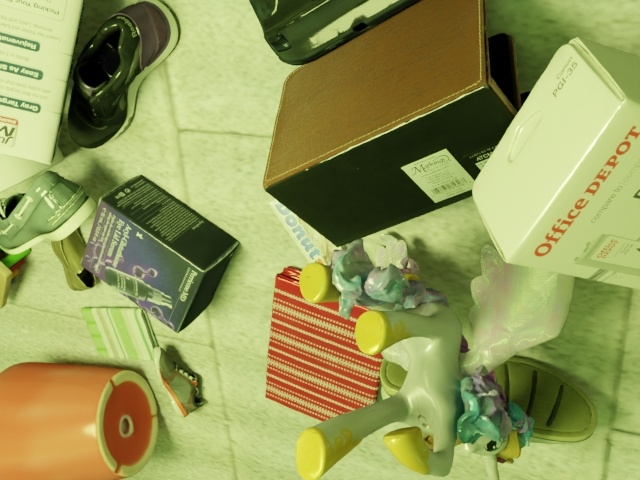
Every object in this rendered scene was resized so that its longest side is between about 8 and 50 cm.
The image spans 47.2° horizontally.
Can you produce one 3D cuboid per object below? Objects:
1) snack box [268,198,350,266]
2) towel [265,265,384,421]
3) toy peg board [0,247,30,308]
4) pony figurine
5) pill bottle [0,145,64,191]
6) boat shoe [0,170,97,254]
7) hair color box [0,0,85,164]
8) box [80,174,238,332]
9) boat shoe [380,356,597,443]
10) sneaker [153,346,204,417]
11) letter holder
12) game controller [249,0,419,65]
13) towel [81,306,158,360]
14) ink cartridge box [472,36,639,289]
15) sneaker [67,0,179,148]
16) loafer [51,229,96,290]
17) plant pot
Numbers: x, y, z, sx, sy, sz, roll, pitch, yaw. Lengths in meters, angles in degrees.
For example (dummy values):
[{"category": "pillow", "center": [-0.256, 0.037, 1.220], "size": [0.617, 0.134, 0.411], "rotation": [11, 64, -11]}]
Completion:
[{"category": "snack box", "center": [0.000, 0.000, 1.079], "size": [0.064, 0.022, 0.178], "rotation": [-33, 95, 19]}, {"category": "towel", "center": [0.008, 0.184, 1.188], "size": [0.199, 0.031, 0.274], "rotation": [19, 124, 17]}, {"category": "toy peg board", "center": [-0.639, 0.026, 1.414], "size": [0.161, 0.079, 0.160], "rotation": [43, 143, 0]}, {"category": "pony figurine", "center": [0.133, 0.124, 0.880], "size": [0.303, 0.363, 0.350], "rotation": [-14, 68, 40]}, {"category": "pill bottle", "center": [-0.579, -0.254, 1.122], "size": [0.224, 0.224, 0.392], "rotation": [-18, 107, 33]}, {"category": "boat shoe", "center": [-0.482, -0.053, 1.217], "size": [0.319, 0.116, 0.099], "rotation": [-7, 132, 49]}, {"category": "hair color box", "center": [-0.411, -0.293, 0.975], "size": [0.174, 0.105, 0.347], "rotation": [12, 102, -20]}, {"category": "box", "center": [-0.261, 0.021, 1.186], "size": [0.207, 0.108, 0.153], "rotation": [33, 126, 7]}, {"category": "boat shoe", "center": [0.238, 0.234, 1.061], "size": [0.302, 0.113, 0.103], "rotation": [12, 142, 20]}, {"category": "sneaker", "center": [-0.260, 0.253, 1.353], "size": [0.065, 0.061, 0.158], "rotation": [-22, 119, -6]}, {"category": "letter holder", "center": [0.100, -0.157, 0.896], "size": [0.302, 0.214, 0.152], "rotation": [-22, 137, 33]}, {"category": "game controller", "center": [0.041, -0.339, 0.870], "size": [0.319, 0.067, 0.166], "rotation": [-21, 90, 33]}, {"category": "towel", "center": [-0.377, 0.173, 1.387], "size": [0.152, 0.023, 0.113], "rotation": [-1, 114, 30]}, {"category": "ink cartridge box", "center": [0.333, -0.059, 0.750], "size": [0.283, 0.117, 0.207], "rotation": [10, 130, -20]}, {"category": "sneaker", "center": [-0.326, -0.232, 1.068], "size": [0.107, 0.124, 0.283], "rotation": [43, 127, 0]}, {"category": "loafer", "center": [-0.437, 0.029, 1.316], "size": [0.050, 0.056, 0.148], "rotation": [9, 130, 22]}, {"category": "plant pot", "center": [-0.464, 0.355, 1.393], "size": [0.243, 0.275, 0.274], "rotation": [-8, 113, 19]}]
